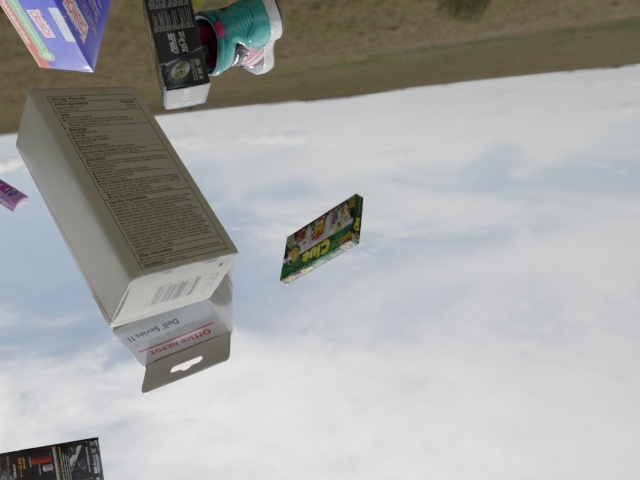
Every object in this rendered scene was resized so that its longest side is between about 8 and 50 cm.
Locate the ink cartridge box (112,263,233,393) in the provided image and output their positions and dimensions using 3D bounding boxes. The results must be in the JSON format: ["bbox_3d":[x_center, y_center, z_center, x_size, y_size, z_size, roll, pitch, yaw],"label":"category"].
[{"bbox_3d":[-0.292,0.117,1.365,0.207,0.119,0.353,-23,-145,9],"label":"ink cartridge box"}]

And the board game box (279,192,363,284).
[{"bbox_3d":[0.000,0.000,1.579,0.030,0.136,0.260,28,139,-30],"label":"board game box"}]

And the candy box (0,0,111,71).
[{"bbox_3d":[-0.494,-0.530,1.275,0.122,0.317,0.268,3,156,1],"label":"candy box"}]

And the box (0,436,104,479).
[{"bbox_3d":[-0.427,0.473,1.022,0.076,0.307,0.242,-20,164,22],"label":"box"}]

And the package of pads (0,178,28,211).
[{"bbox_3d":[-0.716,-0.104,1.527,0.083,0.032,0.050,33,-153,-4],"label":"package of pads"}]

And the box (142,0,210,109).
[{"bbox_3d":[-0.252,-0.334,1.166,0.078,0.180,0.147,-13,-178,-14],"label":"box"}]

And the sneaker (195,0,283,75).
[{"bbox_3d":[-0.182,-0.387,1.342,0.178,0.123,0.295,-21,177,-12],"label":"sneaker"}]

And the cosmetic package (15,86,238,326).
[{"bbox_3d":[-0.261,-0.057,0.888,0.160,0.309,0.113,-13,150,-43],"label":"cosmetic package"}]
